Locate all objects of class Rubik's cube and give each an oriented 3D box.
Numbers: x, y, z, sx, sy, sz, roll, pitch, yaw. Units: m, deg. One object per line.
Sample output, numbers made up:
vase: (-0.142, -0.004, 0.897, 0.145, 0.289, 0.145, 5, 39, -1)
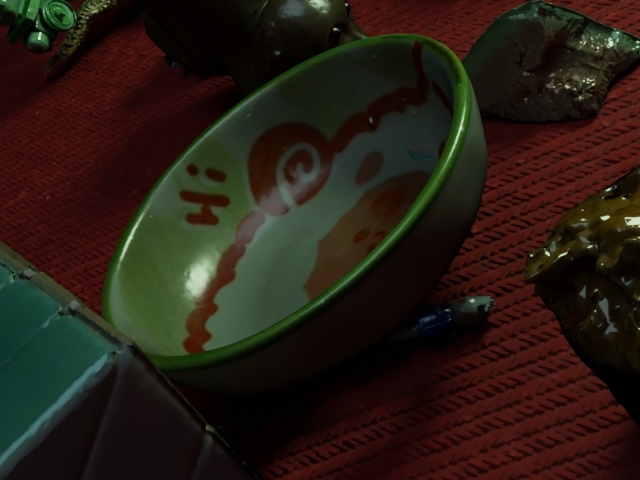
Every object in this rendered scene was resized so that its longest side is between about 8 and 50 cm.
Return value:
Rubik's cube: (-0.189, 0.173, 0.786, 0.231, 0.221, 0.225, -45, 37, -15)

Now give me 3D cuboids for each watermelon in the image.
watermelon: (0.168, -0.142, 1.001, 0.155, 0.101, 0.080, -9, 53, 45)

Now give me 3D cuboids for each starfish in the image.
starfish: (-0.246, -0.372, 1.583, 0.301, 0.084, 0.293, -41, 38, 22)

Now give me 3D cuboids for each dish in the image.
dish: (0.000, 0.000, 0.912, 0.324, 0.124, 0.324, -28, 33, 21)

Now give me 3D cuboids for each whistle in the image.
whistle: (0.085, 0.057, 0.872, 0.083, 0.029, 0.033, -20, 1, 11)

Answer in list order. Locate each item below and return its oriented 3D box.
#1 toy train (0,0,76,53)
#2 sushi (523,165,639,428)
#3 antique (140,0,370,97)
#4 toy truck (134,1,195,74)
toy train: (-0.353, -0.343, 1.515, 0.085, 0.119, 0.251, -34, 39, 39)
sushi: (0.287, 0.024, 0.602, 0.349, 0.207, 0.234, 5, 58, 45)
antique: (-0.068, -0.218, 1.166, 0.257, 0.143, 0.121, 34, 67, 18)
toy truck: (-0.082, -0.273, 1.324, 0.216, 0.110, 0.116, -18, 27, 22)
